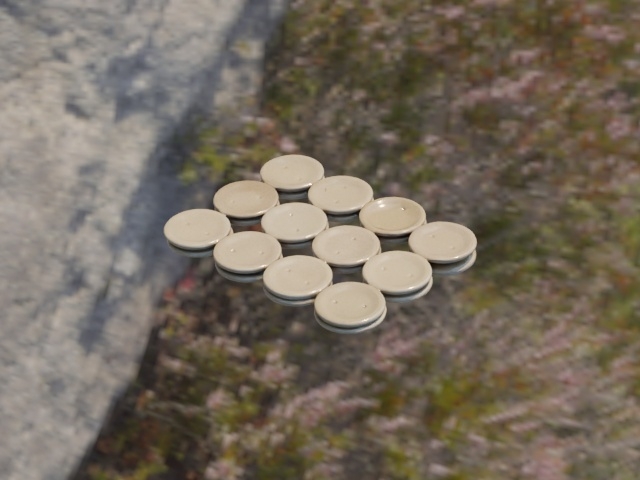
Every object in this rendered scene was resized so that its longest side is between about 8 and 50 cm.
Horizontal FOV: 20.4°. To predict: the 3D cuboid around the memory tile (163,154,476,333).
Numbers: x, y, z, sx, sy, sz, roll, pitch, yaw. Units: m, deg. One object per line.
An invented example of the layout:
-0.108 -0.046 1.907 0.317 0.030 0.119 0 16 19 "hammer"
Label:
0.000 0.000 0.963 0.113 0.148 0.012 -34 135 -37 "memory tile"
